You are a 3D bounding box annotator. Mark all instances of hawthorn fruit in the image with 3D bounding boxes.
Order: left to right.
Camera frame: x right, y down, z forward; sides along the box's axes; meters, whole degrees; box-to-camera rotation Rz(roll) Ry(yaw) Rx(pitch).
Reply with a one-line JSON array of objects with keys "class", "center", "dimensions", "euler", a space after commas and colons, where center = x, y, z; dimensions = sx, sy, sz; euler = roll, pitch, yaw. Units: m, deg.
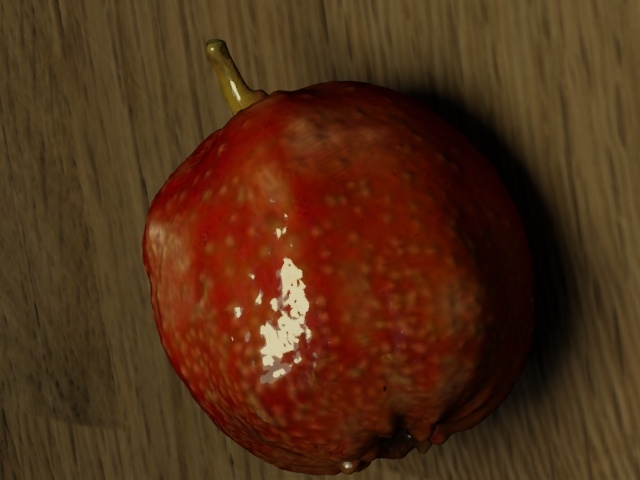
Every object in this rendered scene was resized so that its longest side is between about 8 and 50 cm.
[{"class": "hawthorn fruit", "center": [0.000, 0.000, 1.059], "dimensions": [0.205, 0.205, 0.253], "euler": [-36, 70, 46]}]
